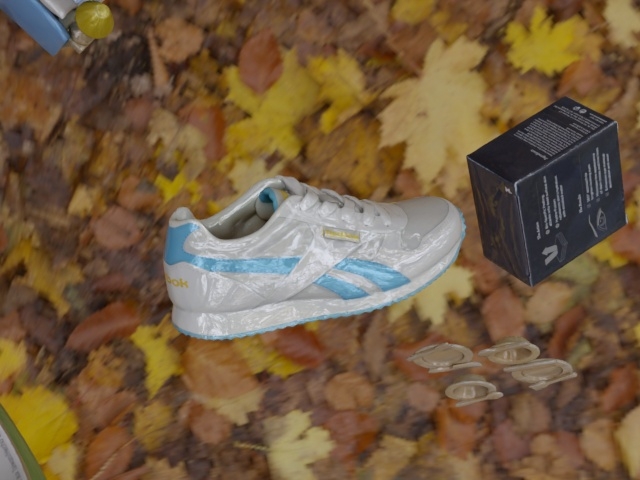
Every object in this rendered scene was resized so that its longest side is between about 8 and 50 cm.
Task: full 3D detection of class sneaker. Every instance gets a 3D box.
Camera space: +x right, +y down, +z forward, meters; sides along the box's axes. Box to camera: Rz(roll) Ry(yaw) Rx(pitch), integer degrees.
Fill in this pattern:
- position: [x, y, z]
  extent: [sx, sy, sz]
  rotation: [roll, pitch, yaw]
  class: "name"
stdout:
- position: [0.000, 0.000, 1.128]
  extent: [0.229, 0.087, 0.092]
  rotation: [-15, 115, -20]
  class: "sneaker"

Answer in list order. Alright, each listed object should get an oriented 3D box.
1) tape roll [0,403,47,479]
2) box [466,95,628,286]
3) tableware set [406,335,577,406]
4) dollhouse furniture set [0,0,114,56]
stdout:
- position: [-0.318, 0.134, 1.195]
  extent: [0.077, 0.321, 0.321]
  rotation: [-38, 90, -1]
  class: "tape roll"
- position: [0.266, -0.059, 1.843]
  extent: [0.158, 0.093, 0.156]
  rotation: [-31, 131, -21]
  class: "box"
- position: [0.181, 0.135, 1.657]
  extent: [0.141, 0.169, 0.020]
  rotation: [-14, 61, 25]
  class: "tableware set"
- position: [-0.262, -0.406, 1.712]
  extent: [0.303, 0.198, 0.286]
  rotation: [45, 58, -8]
  class: "dollhouse furniture set"
